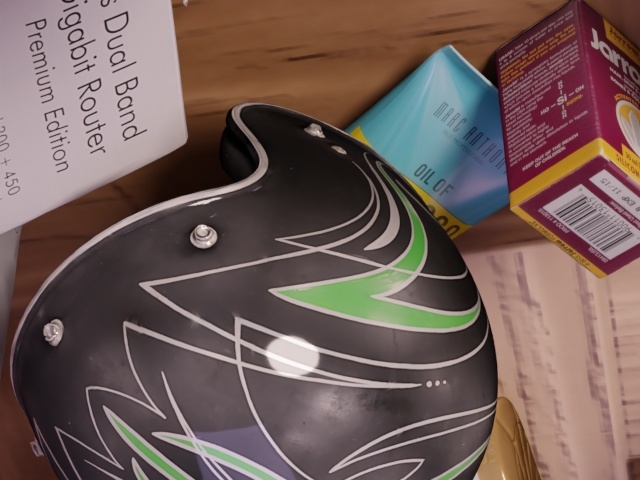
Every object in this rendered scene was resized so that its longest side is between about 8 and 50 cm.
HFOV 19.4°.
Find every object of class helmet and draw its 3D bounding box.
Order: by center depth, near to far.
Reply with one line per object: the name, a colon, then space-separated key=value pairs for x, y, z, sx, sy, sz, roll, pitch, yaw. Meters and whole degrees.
helmet: x=-0.020 y=0.045 z=0.661 sx=0.169 sy=0.161 sz=0.169 roll=3 pitch=119 yaw=5

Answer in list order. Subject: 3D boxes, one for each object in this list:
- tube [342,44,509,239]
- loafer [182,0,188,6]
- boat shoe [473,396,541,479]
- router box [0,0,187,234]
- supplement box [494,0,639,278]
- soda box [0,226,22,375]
tube: x=0.000 y=0.000 z=0.755 sx=0.207 sy=0.052 sz=0.080 roll=-36 pitch=132 yaw=26
loafer: x=-0.077 y=-0.172 z=0.322 sx=0.134 sy=0.130 sz=0.366 roll=-36 pitch=138 yaw=15
boat shoe: x=0.079 y=0.186 z=0.929 sx=0.096 sy=0.098 sz=0.277 roll=-12 pitch=128 yaw=12
router box: x=-0.197 y=-0.103 z=0.495 sx=0.301 sy=0.082 sz=0.335 roll=-28 pitch=143 yaw=-19
supplement box: x=0.098 y=-0.037 z=0.681 sx=0.043 sy=0.083 sz=0.055 roll=-34 pitch=129 yaw=31
soda box: x=-0.162 y=0.052 z=0.677 sx=0.069 sy=0.216 sz=0.074 roll=-10 pitch=137 yaw=10
